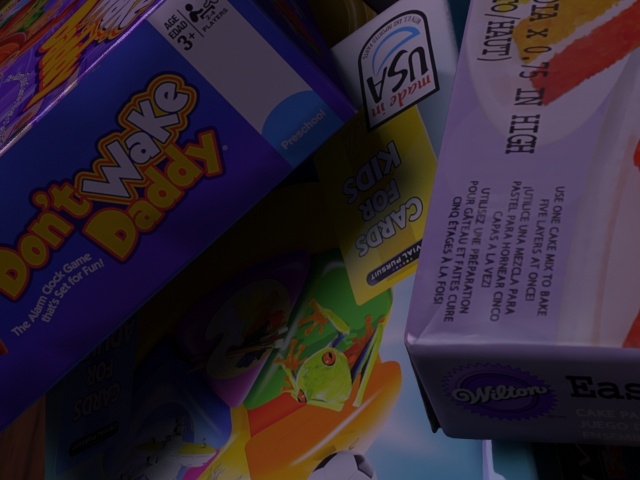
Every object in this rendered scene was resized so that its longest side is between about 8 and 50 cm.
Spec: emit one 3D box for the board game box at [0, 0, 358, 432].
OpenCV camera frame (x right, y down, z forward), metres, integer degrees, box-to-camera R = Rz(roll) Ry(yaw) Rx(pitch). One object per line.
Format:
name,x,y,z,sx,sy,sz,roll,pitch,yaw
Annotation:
board game box,-0.115,-0.058,0.696,0.233,0.078,0.347,-41,20,10

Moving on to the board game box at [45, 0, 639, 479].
board game box,-0.003,0.098,0.595,0.254,0.079,0.336,-32,49,33

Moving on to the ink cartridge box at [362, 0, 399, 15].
ink cartridge box,0.101,-0.244,0.720,0.117,0.207,0.283,17,74,56

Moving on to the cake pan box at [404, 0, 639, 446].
cake pan box,0.170,-0.057,0.487,0.246,0.070,0.267,3,56,19

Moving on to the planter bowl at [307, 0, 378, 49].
planter bowl,-0.041,-0.084,0.871,0.217,0.090,0.217,-34,36,29
